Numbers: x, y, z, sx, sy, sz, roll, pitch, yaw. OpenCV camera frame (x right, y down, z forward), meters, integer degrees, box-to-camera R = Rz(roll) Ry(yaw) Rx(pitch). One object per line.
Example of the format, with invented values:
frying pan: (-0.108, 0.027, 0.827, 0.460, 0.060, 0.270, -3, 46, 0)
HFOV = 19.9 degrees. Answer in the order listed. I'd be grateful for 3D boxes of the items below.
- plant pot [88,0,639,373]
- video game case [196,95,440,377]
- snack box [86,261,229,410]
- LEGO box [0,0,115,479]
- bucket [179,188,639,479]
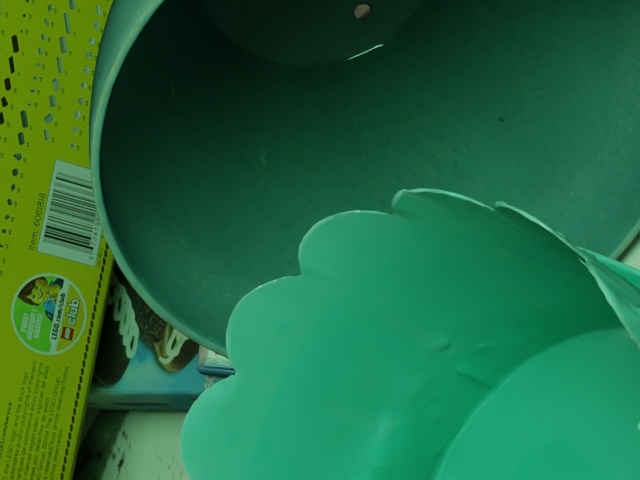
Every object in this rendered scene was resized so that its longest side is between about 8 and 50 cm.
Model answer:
plant pot: (0.017, -0.100, 0.932, 0.290, 0.290, 0.195, -46, 34, 20)
video game case: (0.000, 0.000, 1.032, 0.119, 0.015, 0.166, 6, 75, 8)
snack box: (-0.083, -0.055, 1.143, 0.187, 0.060, 0.322, -4, 71, 42)
LEGO box: (-0.286, -0.030, 1.172, 0.372, 0.193, 0.500, -10, 67, 56)
bucket: (0.084, 0.130, 0.830, 0.281, 0.183, 0.281, -17, 64, 38)
